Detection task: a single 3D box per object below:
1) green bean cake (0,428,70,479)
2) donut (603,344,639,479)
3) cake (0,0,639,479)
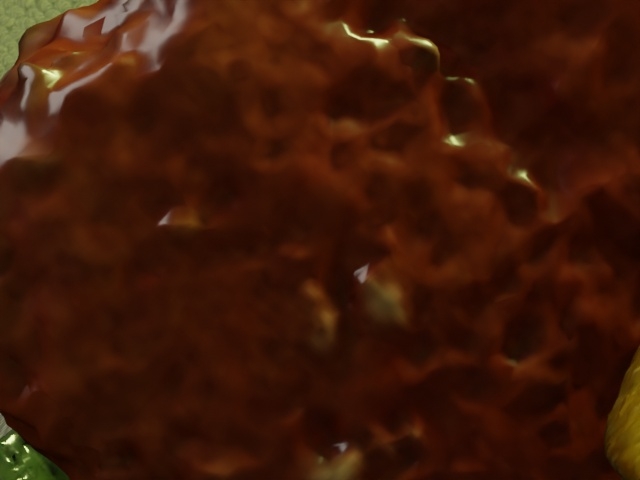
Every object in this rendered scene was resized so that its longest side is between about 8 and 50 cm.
[{"bbox_3d":[-0.214,0.198,1.049,0.227,0.125,0.222,-43,7,-37],"label":"green bean cake"},{"bbox_3d":[0.203,-0.020,0.359,0.303,0.110,0.303,-45,10,10],"label":"donut"},{"bbox_3d":[0.000,0.000,0.626,0.269,0.270,0.319,-46,8,-9],"label":"cake"}]
